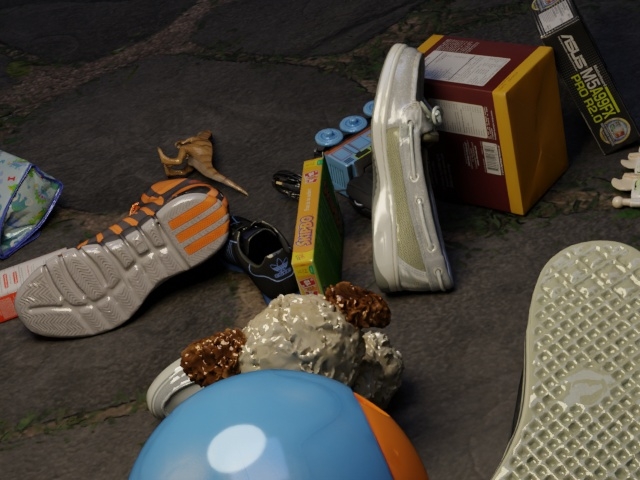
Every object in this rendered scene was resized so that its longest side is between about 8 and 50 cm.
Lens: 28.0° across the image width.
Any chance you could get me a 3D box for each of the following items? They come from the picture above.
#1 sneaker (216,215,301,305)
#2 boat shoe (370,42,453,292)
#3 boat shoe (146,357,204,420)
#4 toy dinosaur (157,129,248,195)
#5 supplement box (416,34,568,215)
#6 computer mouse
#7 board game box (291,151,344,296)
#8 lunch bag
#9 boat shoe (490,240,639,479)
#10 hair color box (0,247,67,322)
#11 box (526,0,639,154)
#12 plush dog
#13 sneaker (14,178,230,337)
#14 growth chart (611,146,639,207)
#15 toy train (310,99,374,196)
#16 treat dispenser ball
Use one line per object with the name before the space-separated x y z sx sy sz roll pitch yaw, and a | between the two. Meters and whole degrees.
sneaker | -0.090 0.005 1.734 0.081 0.090 0.232 -28 36 -17
boat shoe | 0.121 -0.093 1.643 0.103 0.321 0.118 0 -8 11
boat shoe | -0.092 0.166 1.512 0.227 0.079 0.081 -19 29 -10
toy dinosaur | -0.190 -0.128 1.996 0.112 0.064 0.211 -17 34 -4
supplement box | 0.215 -0.161 1.758 0.194 0.191 0.129 14 43 37
computer mouse | 0.029 -0.062 1.806 0.242 0.071 0.041 8 51 34
board game box | 0.000 0.000 1.674 0.039 0.124 0.259 -8 34 13
lunch bag | -0.490 -0.053 1.986 0.128 0.096 0.151 20 77 42
boat shoe | 0.247 0.234 1.213 0.186 0.156 0.500 1 52 21
hair color box | -0.418 0.066 1.825 0.141 0.043 0.072 -19 34 -7
box | 0.364 -0.279 1.843 0.060 0.216 0.270 -27 30 16
plush dog | -0.018 0.158 1.358 0.262 0.225 0.210 -22 34 -10
sneaker | -0.268 0.021 1.783 0.321 0.125 0.180 -26 17 0
growth chart | 0.494 -0.110 1.722 0.172 0.021 0.237 6 39 31
toy train | 0.072 -0.139 1.894 0.184 0.080 0.105 -33 46 -27
treat dispenser ball | -0.038 0.260 1.161 0.288 0.288 0.288 -11 34 7
